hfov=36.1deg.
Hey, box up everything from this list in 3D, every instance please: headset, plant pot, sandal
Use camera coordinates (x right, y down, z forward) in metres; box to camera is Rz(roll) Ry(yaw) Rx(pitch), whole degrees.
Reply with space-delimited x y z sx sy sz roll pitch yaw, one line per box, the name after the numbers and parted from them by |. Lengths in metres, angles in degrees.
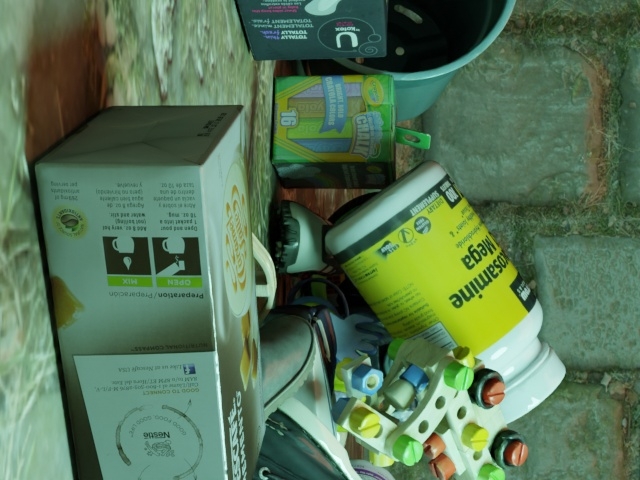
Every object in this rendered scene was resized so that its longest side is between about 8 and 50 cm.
0.136 0.078 1.568 0.185 0.394 0.243 34 92 -41 | headset
0.107 -0.353 1.559 0.334 0.341 0.341 101 -9 -77 | plant pot
0.006 0.175 1.489 0.138 0.126 0.317 -89 176 -46 | sandal

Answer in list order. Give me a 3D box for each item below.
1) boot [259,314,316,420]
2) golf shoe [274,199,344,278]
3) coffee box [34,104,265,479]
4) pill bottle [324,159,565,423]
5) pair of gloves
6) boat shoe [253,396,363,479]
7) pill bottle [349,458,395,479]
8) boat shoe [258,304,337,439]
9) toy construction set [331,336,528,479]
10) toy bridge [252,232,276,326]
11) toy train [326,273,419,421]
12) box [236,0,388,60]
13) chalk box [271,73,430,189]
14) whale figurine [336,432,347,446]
-0.071 0.070 0.876 0.189 0.076 0.208 -55 146 -43 | boot
0.000 0.000 1.414 0.273 0.120 0.105 31 61 -81 | golf shoe
-0.097 0.049 0.625 0.141 0.098 0.246 -73 162 -69 | coffee box
0.172 0.075 1.305 0.334 0.188 0.188 54 10 -3 | pill bottle
0.006 0.178 1.350 0.159 0.023 0.198 27 97 -48 | pair of gloves
0.018 0.306 1.014 0.113 0.127 0.340 -47 107 -30 | boat shoe
0.053 0.528 1.696 0.301 0.169 0.169 -74 163 -68 | pill bottle
-0.021 0.235 1.177 0.158 0.127 0.340 -36 126 -73 | boat shoe
0.128 0.247 1.173 0.215 0.151 0.327 -37 136 -25 | toy construction set
-0.076 0.043 0.973 0.026 0.063 0.188 -81 169 -54 | toy bridge
0.081 0.158 1.693 0.142 0.190 0.334 82 3 -59 | toy train
-0.011 -0.329 1.061 0.270 0.165 0.143 78 13 -65 | box
0.047 -0.150 1.374 0.132 0.213 0.132 70 20 -76 | chalk box
0.037 0.272 1.783 0.216 0.141 0.272 54 39 -13 | whale figurine
